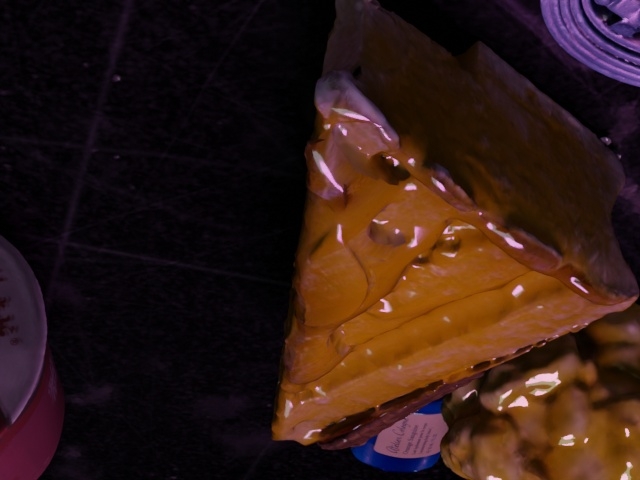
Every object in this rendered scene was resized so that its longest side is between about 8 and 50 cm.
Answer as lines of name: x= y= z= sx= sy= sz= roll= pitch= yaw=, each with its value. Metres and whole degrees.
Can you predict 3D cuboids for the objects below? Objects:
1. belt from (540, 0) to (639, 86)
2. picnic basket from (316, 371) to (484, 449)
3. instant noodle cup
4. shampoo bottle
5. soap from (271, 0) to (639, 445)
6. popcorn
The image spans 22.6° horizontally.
belt: x=0.220 y=-0.158 z=0.939 sx=0.190 sy=0.082 sz=0.141 roll=12 pitch=142 yaw=-10
picnic basket: x=0.059 y=0.099 z=1.321 sx=0.055 sy=0.110 sz=0.193 roll=7 pitch=150 yaw=-36
instant noodle cup: x=-0.314 y=0.114 z=1.288 sx=0.234 sy=0.235 sz=0.178 roll=0 pitch=156 yaw=6
shampoo bottle: x=0.080 y=0.150 z=1.436 sx=0.087 sy=0.050 sz=0.183 roll=9 pitch=146 yaw=-2
soap: x=0.000 y=0.000 z=1.121 sx=0.338 sy=0.169 sz=0.304 roll=-28 pitch=135 yaw=36
popcorn: x=0.216 y=0.181 z=1.340 sx=0.241 sy=0.235 sz=0.250 roll=-23 pitch=98 yaw=27
